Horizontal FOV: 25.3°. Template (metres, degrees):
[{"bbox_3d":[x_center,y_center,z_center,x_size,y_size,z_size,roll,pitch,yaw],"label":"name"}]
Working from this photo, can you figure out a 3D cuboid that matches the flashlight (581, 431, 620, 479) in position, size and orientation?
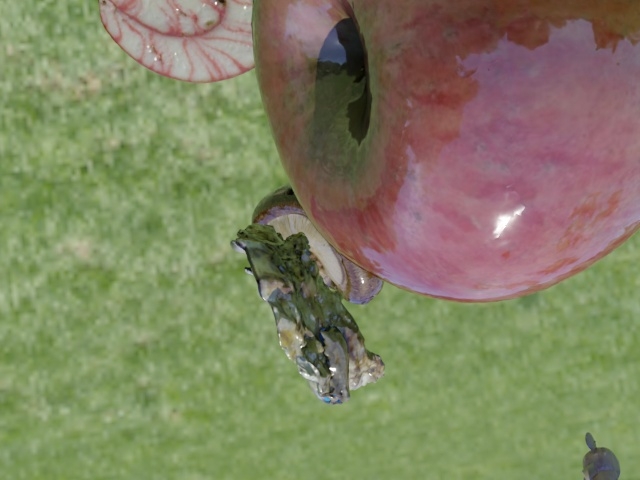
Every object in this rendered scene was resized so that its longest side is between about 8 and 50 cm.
[{"bbox_3d":[0.241,0.219,1.214,0.031,0.110,0.052,-28,129,28],"label":"flashlight"}]

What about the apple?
[{"bbox_3d":[0.112,-0.133,0.944,0.269,0.344,0.345,-12,170,-30],"label":"apple"}]

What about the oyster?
[{"bbox_3d":[-0.018,0.072,1.480,0.083,0.214,0.223,-32,176,5],"label":"oyster"}]

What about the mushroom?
[{"bbox_3d":[0.010,-0.006,2.081,0.231,0.194,0.138,27,-141,29],"label":"mushroom"}]

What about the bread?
[{"bbox_3d":[-0.177,-0.381,2.025,0.295,0.114,0.327,15,135,8],"label":"bread"}]
